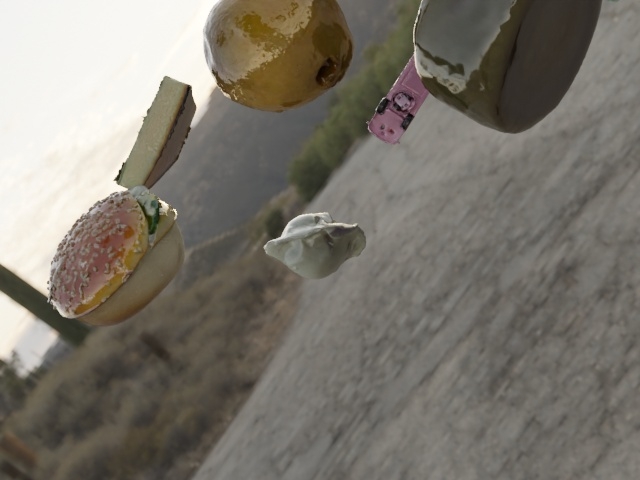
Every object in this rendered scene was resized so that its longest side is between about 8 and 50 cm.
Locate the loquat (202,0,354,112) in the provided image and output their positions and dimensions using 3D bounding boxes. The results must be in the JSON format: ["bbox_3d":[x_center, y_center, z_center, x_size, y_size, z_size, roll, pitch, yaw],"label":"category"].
[{"bbox_3d":[-0.065,-0.295,1.647,0.238,0.238,0.193,-55,-26,-17],"label":"loquat"}]

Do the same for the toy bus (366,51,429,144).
[{"bbox_3d":[0.149,-0.245,1.738,0.203,0.063,0.090,-57,1,3],"label":"toy bus"}]

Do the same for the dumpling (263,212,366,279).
[{"bbox_3d":[0.000,0.000,1.806,0.127,0.188,0.108,-40,53,37],"label":"dumpling"}]

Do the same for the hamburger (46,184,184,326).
[{"bbox_3d":[-0.306,0.026,1.615,0.237,0.147,0.237,-30,26,17],"label":"hamburger"}]

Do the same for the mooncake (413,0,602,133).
[{"bbox_3d":[0.254,-0.298,1.493,0.284,0.155,0.284,-35,-37,-32],"label":"mooncake"}]

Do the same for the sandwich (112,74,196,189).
[{"bbox_3d":[-0.260,-0.152,1.766,0.162,0.058,0.193,98,-165,-79],"label":"sandwich"}]
